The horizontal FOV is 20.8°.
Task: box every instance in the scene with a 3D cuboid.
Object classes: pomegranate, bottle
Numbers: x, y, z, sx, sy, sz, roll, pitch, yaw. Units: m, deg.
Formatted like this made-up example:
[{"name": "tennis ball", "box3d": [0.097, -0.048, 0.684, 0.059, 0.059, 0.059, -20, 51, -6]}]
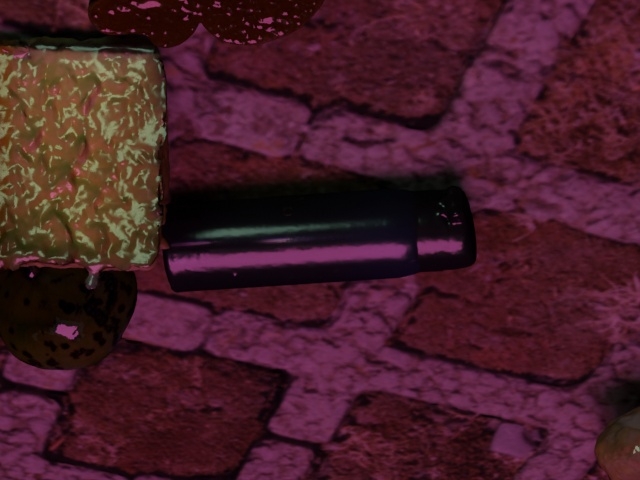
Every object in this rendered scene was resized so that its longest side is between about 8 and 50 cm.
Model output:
[{"name": "pomegranate", "box3d": [-0.203, 0.051, 1.405, 0.122, 0.122, 0.161, -5, 160, 5]}, {"name": "bottle", "box3d": [0.000, 0.000, 1.377, 0.245, 0.072, 0.082, -5, 142, 4]}]

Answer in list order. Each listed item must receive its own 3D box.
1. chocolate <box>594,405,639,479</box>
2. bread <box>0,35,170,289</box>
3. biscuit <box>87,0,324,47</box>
[{"name": "chocolate", "box3d": [0.376, 0.231, 1.593, 0.309, 0.134, 0.134, 28, 129, -30]}, {"name": "bread", "box3d": [-0.240, -0.063, 1.279, 0.266, 0.142, 0.178, 1, 96, -1]}, {"name": "biscuit", "box3d": [-0.079, -0.186, 1.212, 0.175, 0.026, 0.124, -6, 135, 5]}]
